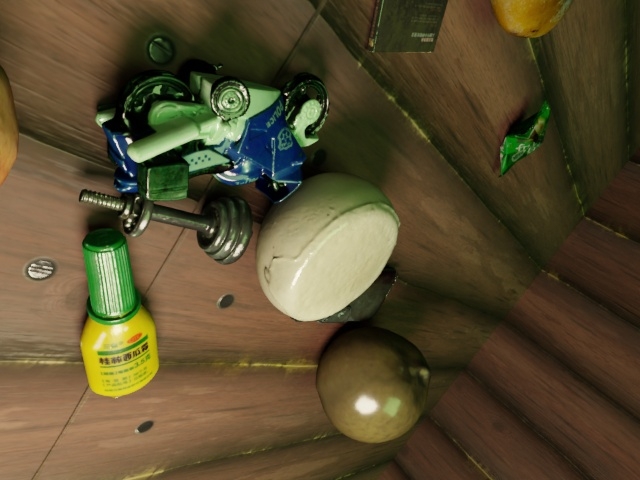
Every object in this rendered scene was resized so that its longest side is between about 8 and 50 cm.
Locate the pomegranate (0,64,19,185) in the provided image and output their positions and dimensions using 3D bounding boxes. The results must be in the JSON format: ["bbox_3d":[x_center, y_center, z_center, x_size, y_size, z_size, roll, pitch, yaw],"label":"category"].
[{"bbox_3d":[-0.343,-0.101,0.328,0.191,0.191,0.191,-26,137,-27],"label":"pomegranate"}]

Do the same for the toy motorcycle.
[{"bbox_3d":[-0.122,-0.136,0.579,0.330,0.125,0.197,-18,132,-40],"label":"toy motorcycle"}]

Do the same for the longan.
[{"bbox_3d":[0.143,0.385,1.135,0.318,0.319,0.319,-26,137,-27],"label":"longan"}]

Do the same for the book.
[{"bbox_3d":[0.159,-0.427,0.678,0.160,0.024,0.229,-17,132,-34],"label":"book"}]

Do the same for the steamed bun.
[{"bbox_3d":[0.000,0.000,0.760,0.282,0.177,0.283,-29,144,-24],"label":"steamed bun"}]

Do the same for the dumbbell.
[{"bbox_3d":[-0.205,-0.032,0.601,0.254,0.110,0.110,15,111,-43],"label":"dumbbell"}]

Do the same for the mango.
[{"bbox_3d":[0.373,-0.515,0.717,0.192,0.146,0.317,-40,136,-24],"label":"mango"}]

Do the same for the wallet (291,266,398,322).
[{"bbox_3d":[0.065,0.136,1.051,0.317,0.045,0.173,10,113,-47],"label":"wallet"}]

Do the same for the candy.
[{"bbox_3d":[0.561,-0.278,1.161,0.141,0.078,0.203,-28,151,-9],"label":"candy"}]

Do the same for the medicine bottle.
[{"bbox_3d":[-0.314,0.119,0.641,0.111,0.076,0.309,-18,132,-35],"label":"medicine bottle"}]
